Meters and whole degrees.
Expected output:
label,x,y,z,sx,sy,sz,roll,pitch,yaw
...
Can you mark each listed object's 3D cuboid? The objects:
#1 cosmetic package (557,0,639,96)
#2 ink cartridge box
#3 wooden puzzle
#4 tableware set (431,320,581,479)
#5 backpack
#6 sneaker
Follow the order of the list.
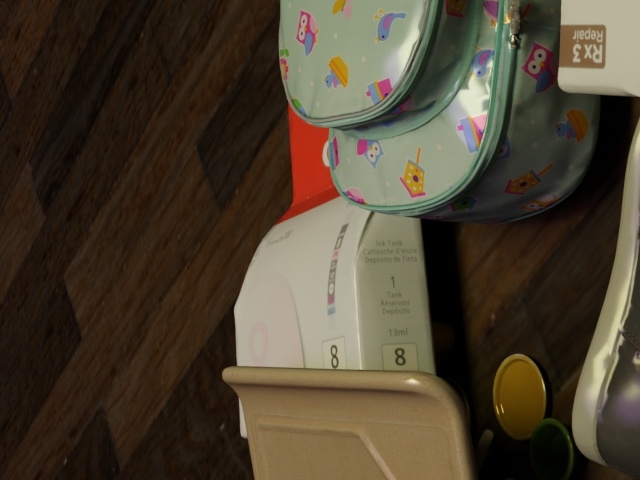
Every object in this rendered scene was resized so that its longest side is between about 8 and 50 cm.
label,x,y,z,sx,sy,sz,roll,pitch,yaw
cosmetic package,0.210,-0.088,0.674,0.117,0.231,0.085,10,98,57
ink cartridge box,0.000,0.000,1.162,0.189,0.066,0.232,157,107,-64
wooden puzzle,0.035,0.181,1.045,0.221,0.044,0.239,-4,101,59
tableware set,0.091,0.103,1.067,0.154,0.024,0.104,54,134,44
backpack,0.065,-0.102,1.000,0.166,0.144,0.188,-9,85,53
sneaker,0.200,0.010,0.858,0.118,0.083,0.222,17,98,38
